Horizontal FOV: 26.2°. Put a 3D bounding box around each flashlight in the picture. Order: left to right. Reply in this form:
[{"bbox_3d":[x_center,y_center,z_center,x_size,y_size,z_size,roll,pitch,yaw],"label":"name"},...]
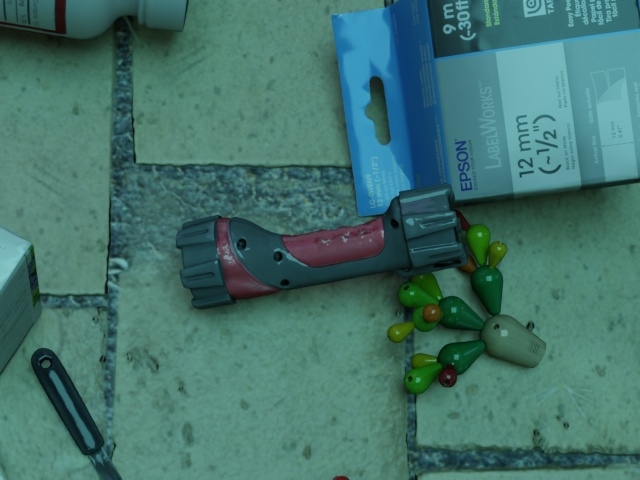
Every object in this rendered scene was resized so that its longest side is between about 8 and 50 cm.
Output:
[{"bbox_3d":[0.000,0.000,1.500,0.304,0.103,0.103,-12,72,9],"label":"flashlight"}]

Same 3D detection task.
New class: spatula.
[{"bbox_3d":[-0.229,0.242,1.459,0.084,0.030,0.296,-30,77,-15],"label":"spatula"}]

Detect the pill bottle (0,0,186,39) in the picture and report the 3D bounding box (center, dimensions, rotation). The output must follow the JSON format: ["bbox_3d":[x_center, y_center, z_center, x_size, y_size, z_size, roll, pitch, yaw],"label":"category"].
[{"bbox_3d":[-0.345,-0.353,1.555,0.408,0.229,0.229,8,69,-6],"label":"pill bottle"}]

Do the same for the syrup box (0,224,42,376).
[{"bbox_3d":[-0.351,0.056,1.398,0.093,0.237,0.096,29,70,2],"label":"syrup box"}]

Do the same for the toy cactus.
[{"bbox_3d":[0.175,0.084,1.553,0.181,0.112,0.219,27,59,-9],"label":"toy cactus"}]

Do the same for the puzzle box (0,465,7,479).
[{"bbox_3d":[-0.389,0.397,1.366,0.272,0.052,0.409,-25,75,-17],"label":"puzzle box"}]

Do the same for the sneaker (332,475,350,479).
[{"bbox_3d":[-0.061,0.341,1.429,0.279,0.107,0.118,-27,58,-20],"label":"sneaker"}]

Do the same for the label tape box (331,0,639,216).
[{"bbox_3d":[0.195,-0.170,1.555,0.348,0.115,0.249,-7,89,5],"label":"label tape box"}]
